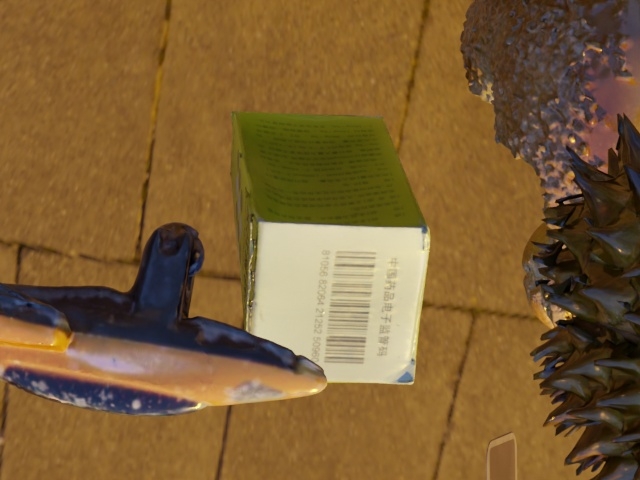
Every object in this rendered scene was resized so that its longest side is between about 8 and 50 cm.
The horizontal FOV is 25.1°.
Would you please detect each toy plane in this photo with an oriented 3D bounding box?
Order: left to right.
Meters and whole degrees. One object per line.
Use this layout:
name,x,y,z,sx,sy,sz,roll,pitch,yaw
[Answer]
toy plane,-0.154,0.019,0.589,0.316,0.204,0.103,1,70,1

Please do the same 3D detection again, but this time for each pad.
pad,0.275,0.427,2.170,0.002,0.176,0.266,-1,89,22

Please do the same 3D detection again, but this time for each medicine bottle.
medicine bottle,0.000,0.000,1.157,0.141,0.250,0.137,3,115,-8

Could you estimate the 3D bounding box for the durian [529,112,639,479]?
durian,0.275,0.068,0.593,0.347,0.384,0.348,-7,106,-27

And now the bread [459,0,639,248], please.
bread,0.204,-0.130,1.010,0.171,0.314,0.192,0,149,-11

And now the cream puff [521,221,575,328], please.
cream puff,0.343,0.041,1.744,0.189,0.129,0.189,-7,108,-22
